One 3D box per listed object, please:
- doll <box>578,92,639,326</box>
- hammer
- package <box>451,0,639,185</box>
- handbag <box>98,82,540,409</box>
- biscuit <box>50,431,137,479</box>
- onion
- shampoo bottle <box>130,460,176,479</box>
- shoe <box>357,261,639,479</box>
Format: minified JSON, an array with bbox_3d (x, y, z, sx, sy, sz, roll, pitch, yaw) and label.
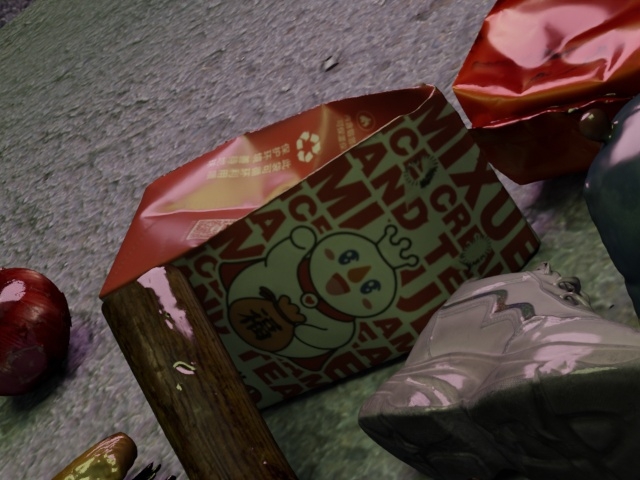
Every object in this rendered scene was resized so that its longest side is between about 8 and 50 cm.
[{"bbox_3d":[0.261,-0.055,0.691,0.258,0.154,0.228,-26,26,49],"label":"doll"},{"bbox_3d":[-0.039,0.148,0.779,0.242,0.095,0.409,-41,42,5],"label":"hammer"},{"bbox_3d":[0.252,-0.212,0.997,0.196,0.123,0.423,-12,38,40],"label":"package"},{"bbox_3d":[0.000,0.000,0.959,0.298,0.171,0.151,-24,31,31],"label":"handbag"},{"bbox_3d":[-0.226,0.223,0.996,0.228,0.031,0.176,-42,2,5],"label":"biscuit"},{"bbox_3d":[-0.305,0.087,1.265,0.131,0.131,0.131,-30,29,19],"label":"onion"},{"bbox_3d":[-0.176,0.239,0.957,0.183,0.050,0.087,-42,18,-2],"label":"shampoo bottle"},{"bbox_3d":[0.133,0.069,0.764,0.245,0.095,0.137,-16,38,54],"label":"shoe"}]
